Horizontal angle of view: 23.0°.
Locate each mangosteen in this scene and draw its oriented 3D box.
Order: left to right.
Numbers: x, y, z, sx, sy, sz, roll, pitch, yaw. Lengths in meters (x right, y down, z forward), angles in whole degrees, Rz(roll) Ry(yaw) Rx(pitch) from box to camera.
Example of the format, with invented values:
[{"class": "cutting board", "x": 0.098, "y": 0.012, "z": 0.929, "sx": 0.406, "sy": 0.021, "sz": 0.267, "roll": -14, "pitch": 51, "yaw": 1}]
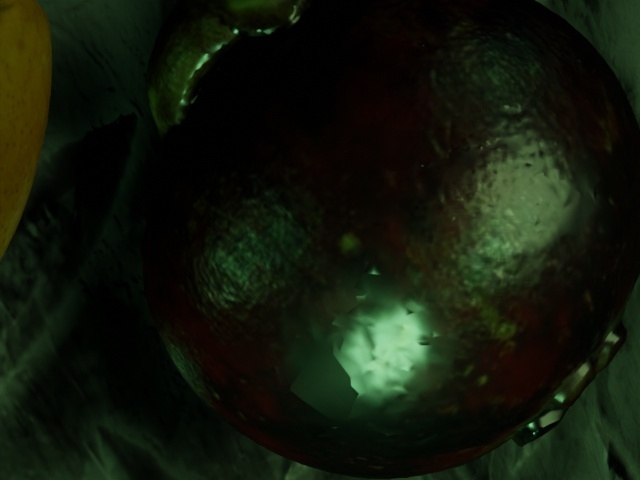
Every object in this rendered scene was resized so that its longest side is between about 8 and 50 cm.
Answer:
[{"class": "mangosteen", "x": 0.033, "y": -0.023, "z": 0.862, "sx": 0.311, "sy": 0.311, "sz": 0.311, "roll": 17, "pitch": 70, "yaw": -57}]

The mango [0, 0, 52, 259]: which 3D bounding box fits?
[{"class": "mango", "x": -0.196, "y": -0.015, "z": 0.620, "sx": 0.154, "sy": 0.126, "sz": 0.252, "roll": 75, "pitch": 34, "yaw": -55}]
